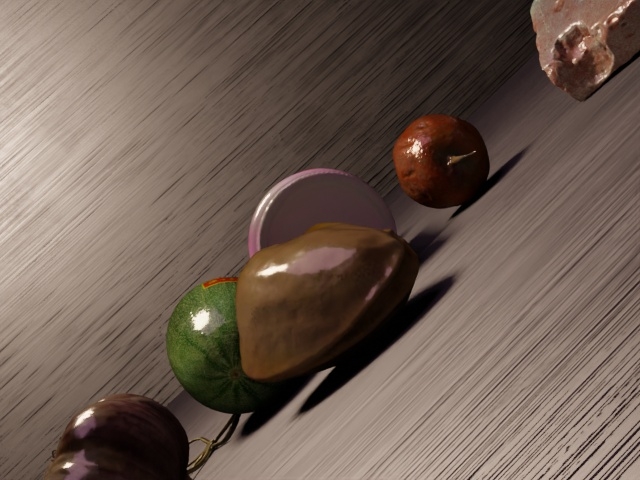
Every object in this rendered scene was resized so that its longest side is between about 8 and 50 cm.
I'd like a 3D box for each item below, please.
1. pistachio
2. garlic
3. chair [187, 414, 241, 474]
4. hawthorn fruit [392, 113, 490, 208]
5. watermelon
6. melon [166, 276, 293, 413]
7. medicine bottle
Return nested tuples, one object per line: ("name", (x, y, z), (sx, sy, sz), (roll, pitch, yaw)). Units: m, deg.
("pistachio", (0.002, 0.072, 1.466), (0.260, 0.163, 0.213), (-10, 52, 62))
("garlic", (-0.188, 0.263, 1.181), (0.245, 0.160, 0.245), (-62, 8, 16))
("chair", (-0.255, 0.299, 1.725), (0.160, 0.170, 0.326), (-44, 7, 37))
("hawthorn fruit", (0.174, -0.112, 1.908), (0.149, 0.149, 0.189), (-42, 0, 21))
("watermelon", (0.423, -0.303, 1.827), (0.226, 0.148, 0.318), (-62, 20, -13))
("melon", (-0.121, 0.139, 1.773), (0.182, 0.182, 0.287), (-43, 16, -4))
("medicine bottle", (0.000, 0.000, 1.941), (0.219, 0.219, 0.388), (-43, 1, -2))
